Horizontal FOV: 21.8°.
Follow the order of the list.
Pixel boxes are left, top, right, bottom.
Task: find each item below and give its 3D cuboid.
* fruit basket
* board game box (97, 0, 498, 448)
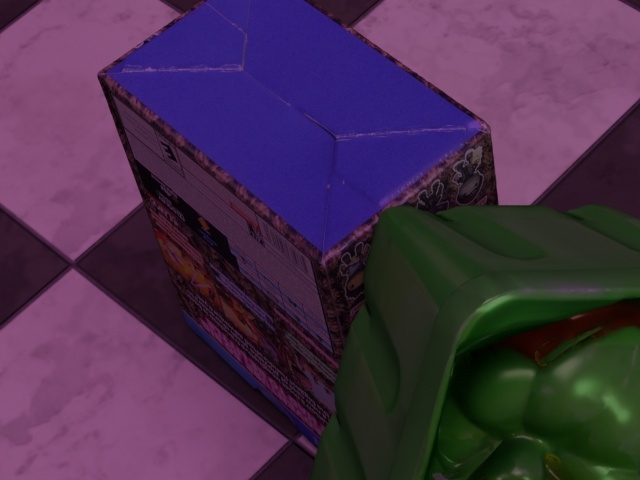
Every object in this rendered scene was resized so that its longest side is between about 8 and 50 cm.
[{"bbox_3d":[0.130,0.190,0.904,0.283,0.392,0.392,-1,49,-27],"label":"fruit basket"},{"bbox_3d":[0.000,0.000,1.140,0.141,0.291,0.232,-38,56,-19],"label":"board game box"}]
